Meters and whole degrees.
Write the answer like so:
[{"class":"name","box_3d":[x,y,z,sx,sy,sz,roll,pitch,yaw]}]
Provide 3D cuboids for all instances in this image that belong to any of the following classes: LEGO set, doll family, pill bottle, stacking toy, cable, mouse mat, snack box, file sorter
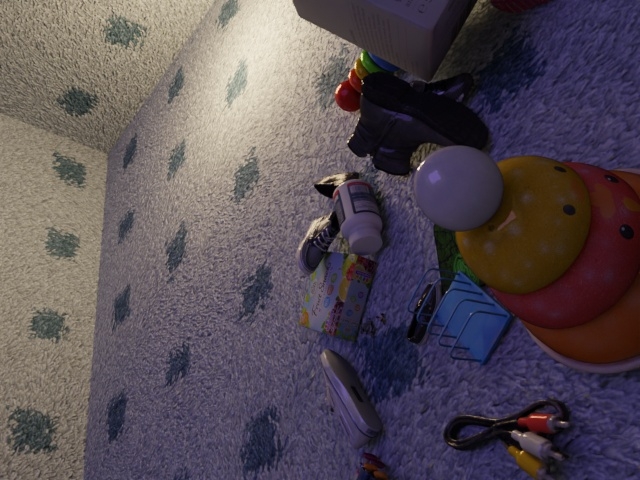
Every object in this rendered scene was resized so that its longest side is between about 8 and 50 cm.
[{"class":"LEGO set","box_3d":[0.119,0.201,1.572,0.083,0.023,0.054,-54,37,23]},{"class":"doll family","box_3d":[0.097,0.553,1.335,0.263,0.118,0.163,26,95,56]},{"class":"pill bottle","box_3d":[0.097,-0.055,1.660,0.108,0.108,0.180,-42,43,34]},{"class":"stacking toy","box_3d":[0.323,-0.008,0.989,0.350,0.479,0.351,-29,52,44]},{"class":"cable","box_3d":[0.326,0.332,1.174,0.287,0.072,0.140,-1,67,54]},{"class":"stacking toy","box_3d":[0.149,-0.481,1.800,0.330,0.141,0.141,-43,42,40]},{"class":"mouse mat","box_3d":[0.302,0.020,1.402,0.152,0.007,0.190,-34,53,48]},{"class":"snack box","box_3d":[0.040,0.137,1.674,0.174,0.070,0.207,7,77,57]},{"class":"file sorter","box_3d":[0.268,0.145,1.310,0.170,0.104,0.118,49,120,52]}]

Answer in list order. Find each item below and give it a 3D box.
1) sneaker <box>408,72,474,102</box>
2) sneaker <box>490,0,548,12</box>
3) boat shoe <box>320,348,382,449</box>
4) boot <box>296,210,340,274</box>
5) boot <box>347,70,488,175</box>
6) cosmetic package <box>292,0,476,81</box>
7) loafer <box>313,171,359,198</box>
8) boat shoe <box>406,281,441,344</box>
[{"class":"sneaker","box_3d":[0.255,-0.346,1.584,0.234,0.106,0.078,-24,44,48]},{"class":"sneaker","box_3d":[0.459,-0.560,1.461,0.170,0.063,0.075,0,73,49]},{"class":"boat shoe","box_3d":[0.048,0.362,1.525,0.084,0.095,0.258,-51,37,18]},{"class":"boot","box_3d":[0.000,0.000,1.690,0.086,0.069,0.190,-31,30,39]},{"class":"boot","box_3d":[0.225,-0.240,1.565,0.338,0.118,0.223,36,141,24]},{"class":"cosmetic package","box_3d":[0.158,-0.629,1.495,0.393,0.327,0.329,29,91,11]},{"class":"loafer","box_3d":[0.047,-0.157,1.839,0.170,0.062,0.061,6,56,52]},{"class":"boat shoe","box_3d":[0.224,0.157,1.433,0.049,0.040,0.142,9,80,56]}]
